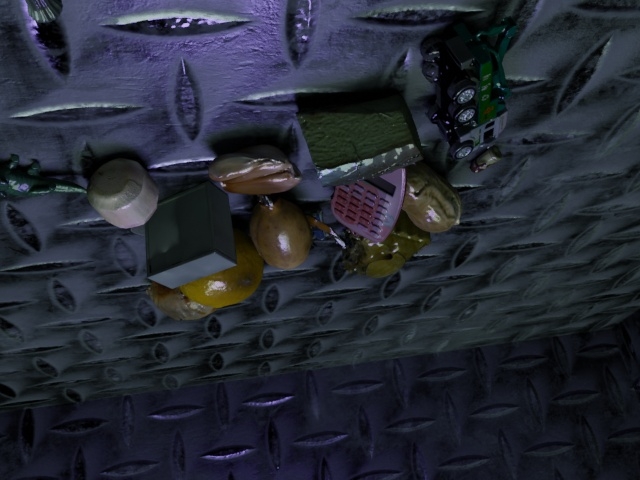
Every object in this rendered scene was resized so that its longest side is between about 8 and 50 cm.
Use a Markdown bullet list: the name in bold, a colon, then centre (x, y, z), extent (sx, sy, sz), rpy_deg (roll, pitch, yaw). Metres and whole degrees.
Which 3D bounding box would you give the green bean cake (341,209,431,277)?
- **green bean cake**: centre (0.173, -0.001, 2.085), extent (0.285, 0.202, 0.310), rpy_deg (11, 146, -32)

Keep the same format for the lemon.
- **lemon**: centre (-0.313, 0.079, 2.002), extent (0.284, 0.260, 0.260), rpy_deg (-13, 158, -29)

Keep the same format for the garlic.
- **garlic**: centre (-0.160, -0.186, 1.703), extent (0.228, 0.110, 0.217), rpy_deg (-2, 166, 6)

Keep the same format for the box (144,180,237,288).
- **box**: centre (-0.364, -0.013, 1.829), extent (0.225, 0.225, 0.117), rpy_deg (-20, 152, 19)

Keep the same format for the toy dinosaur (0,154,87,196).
- **toy dinosaur**: centre (-0.710, -0.148, 1.599), extent (0.292, 0.079, 0.120), rpy_deg (0, 157, -15)

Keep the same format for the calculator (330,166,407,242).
- **calculator**: centre (0.130, -0.130, 1.817), extent (0.048, 0.220, 0.329), rpy_deg (-46, 161, -40)

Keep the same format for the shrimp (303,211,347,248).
- **shrimp**: centre (0.000, 0.000, 2.072), extent (0.198, 0.051, 0.262), rpy_deg (28, 158, 20)

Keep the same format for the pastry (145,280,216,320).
- **pastry**: centre (-0.463, 0.205, 2.292), extent (0.256, 0.170, 0.237), rpy_deg (-13, 151, 17)

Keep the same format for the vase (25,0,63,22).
- **vase**: centre (-0.494, -0.437, 1.106), extent (0.081, 0.081, 0.148), rpy_deg (-10, 156, -1)

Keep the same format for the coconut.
- **coconut**: centre (-0.497, -0.112, 1.657), extent (0.171, 0.170, 0.183), rpy_deg (-12, 151, 3)

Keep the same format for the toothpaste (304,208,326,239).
- **toothpaste**: centre (-0.010, -0.051, 2.100), extent (0.057, 0.034, 0.197), rpy_deg (-3, 152, 8)

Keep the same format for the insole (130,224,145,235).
- **insole**: centre (-0.468, -0.028, 2.007), extent (0.232, 0.003, 0.080), rpy_deg (4, 150, -27)

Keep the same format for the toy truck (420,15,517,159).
- **toy truck**: centre (0.347, -0.346, 1.506), extent (0.178, 0.176, 0.363), rpy_deg (-23, 152, -3)

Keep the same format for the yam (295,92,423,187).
- **yam**: centre (0.101, -0.248, 1.592), extent (0.271, 0.202, 0.201), rpy_deg (-15, 175, 5)

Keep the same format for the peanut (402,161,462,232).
- **peanut**: centre (0.300, -0.128, 1.904), extent (0.158, 0.174, 0.340), rpy_deg (-16, 141, 38)

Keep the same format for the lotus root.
- **lotus root**: centre (-0.124, -0.045, 1.915), extent (0.183, 0.182, 0.310), rpy_deg (-12, 136, 2)

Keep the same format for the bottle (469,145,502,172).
- **bottle**: centre (0.483, -0.232, 1.914), extent (0.063, 0.047, 0.101), rpy_deg (-2, 155, -39)
